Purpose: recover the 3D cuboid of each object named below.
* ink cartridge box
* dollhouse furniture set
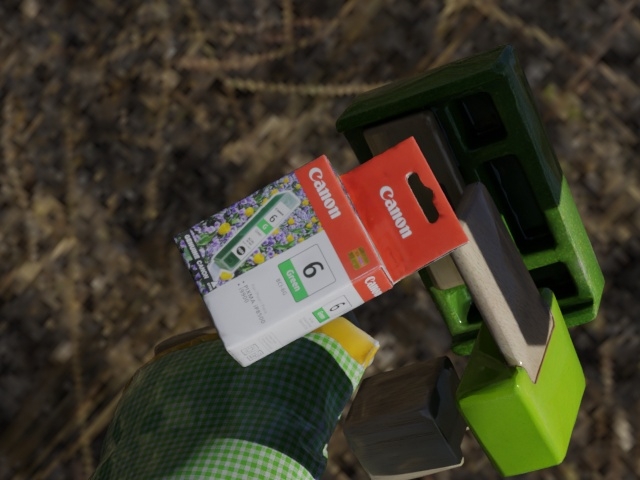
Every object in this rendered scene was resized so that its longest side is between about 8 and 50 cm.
[{"bbox_3d":[0.000,0.000,0.851,0.063,0.115,0.029,63,4,25],"label":"ink cartridge box"},{"bbox_3d":[-0.023,0.043,1.019,0.151,0.301,0.197,63,26,-19],"label":"dollhouse furniture set"}]
